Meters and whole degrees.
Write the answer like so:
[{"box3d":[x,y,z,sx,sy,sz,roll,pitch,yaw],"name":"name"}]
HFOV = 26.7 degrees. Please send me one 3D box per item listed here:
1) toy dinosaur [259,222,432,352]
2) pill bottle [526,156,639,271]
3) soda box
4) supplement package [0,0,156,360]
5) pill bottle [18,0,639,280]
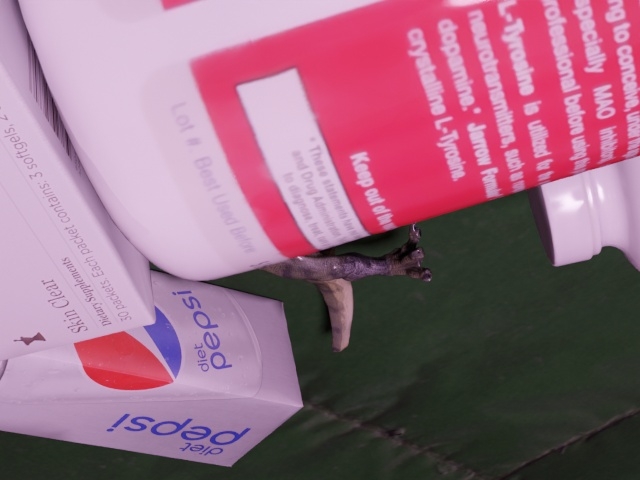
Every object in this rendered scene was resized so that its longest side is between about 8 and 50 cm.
[{"box3d":[0.000,0.000,0.872,0.118,0.064,0.268,-18,148,21],"name":"toy dinosaur"},{"box3d":[0.252,-0.060,0.780,0.264,0.146,0.146,-14,145,4],"name":"pill bottle"},{"box3d":[-0.157,0.073,0.897,0.286,0.091,0.098,16,136,-34],"name":"soda box"},{"box3d":[-0.181,-0.093,0.554,0.145,0.204,0.262,-14,146,4],"name":"supplement package"},{"box3d":[0.098,-0.143,0.544,0.408,0.229,0.229,-16,145,7],"name":"pill bottle"}]
